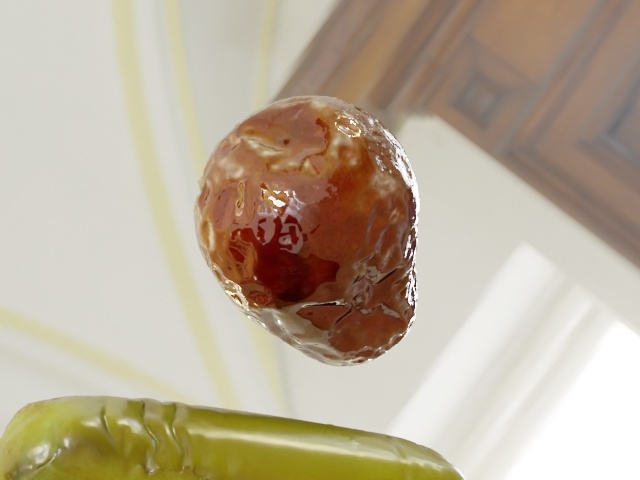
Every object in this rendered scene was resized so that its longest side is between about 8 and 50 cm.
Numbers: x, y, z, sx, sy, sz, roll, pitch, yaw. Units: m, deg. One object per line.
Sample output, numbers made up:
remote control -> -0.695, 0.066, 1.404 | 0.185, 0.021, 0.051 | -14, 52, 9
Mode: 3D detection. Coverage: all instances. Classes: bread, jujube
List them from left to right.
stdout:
bread -> -0.069, 0.197, 1.536 | 0.383, 0.112, 0.166 | 10, -47, -20
jujube -> 0.000, 0.000, 1.665 | 0.190, 0.190, 0.255 | -44, -48, -18
